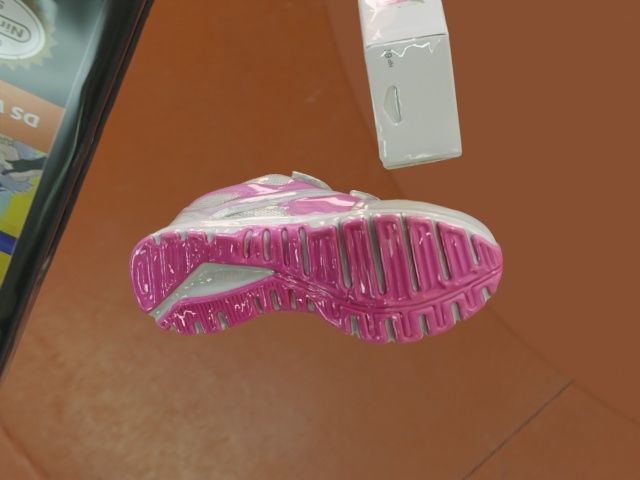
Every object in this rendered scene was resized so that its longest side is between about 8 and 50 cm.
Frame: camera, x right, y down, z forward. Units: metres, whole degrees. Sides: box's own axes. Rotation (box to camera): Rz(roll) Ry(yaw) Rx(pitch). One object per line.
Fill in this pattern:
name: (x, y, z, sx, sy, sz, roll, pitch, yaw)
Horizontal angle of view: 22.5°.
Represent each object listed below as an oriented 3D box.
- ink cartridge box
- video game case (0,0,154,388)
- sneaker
ink cartridge box: (0.052, -0.115, 0.982, 0.052, 0.122, 0.089, -8, 127, 5)
video game case: (-0.184, -0.084, 0.425, 0.274, 0.035, 0.248, 25, 133, -5)
sneaker: (0.000, 0.000, 1.115, 0.252, 0.111, 0.103, 3, 120, 5)
